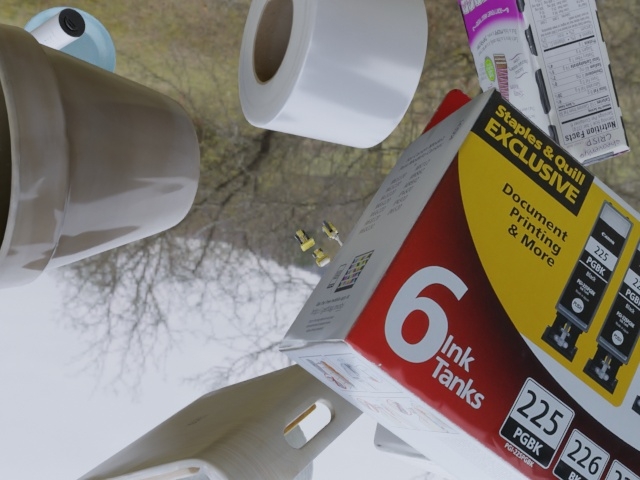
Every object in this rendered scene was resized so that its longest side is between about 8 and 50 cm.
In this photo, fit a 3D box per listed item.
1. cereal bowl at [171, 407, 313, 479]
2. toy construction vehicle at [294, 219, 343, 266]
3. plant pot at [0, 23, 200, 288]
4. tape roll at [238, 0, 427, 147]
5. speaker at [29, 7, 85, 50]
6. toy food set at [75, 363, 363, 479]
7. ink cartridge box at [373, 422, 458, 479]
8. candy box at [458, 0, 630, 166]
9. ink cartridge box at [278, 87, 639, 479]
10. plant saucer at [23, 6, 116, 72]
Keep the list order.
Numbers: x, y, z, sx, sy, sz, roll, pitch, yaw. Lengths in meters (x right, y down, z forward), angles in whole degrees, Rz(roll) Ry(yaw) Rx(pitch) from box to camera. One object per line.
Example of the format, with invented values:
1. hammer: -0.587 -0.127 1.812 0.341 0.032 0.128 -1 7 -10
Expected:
1. cereal bowl: -0.192 0.392 1.297 0.338 0.141 0.339 -15 -151 9
2. toy construction vehicle: 0.000 0.000 1.569 0.085 0.098 0.035 -31 155 -5
3. plant pot: -0.326 -0.104 0.951 0.323 0.324 0.280 6 -173 45
4. tape roll: 0.008 -0.260 1.001 0.169 0.246 0.246 7 179 -28
5. speaker: -0.492 -0.383 1.353 0.136 0.055 0.055 -9 169 44
6. toy food set: -0.107 0.225 0.751 0.306 0.093 0.219 -24 -178 37
7. ink cartridge box: 0.244 0.154 0.872 0.166 0.286 0.395 1 157 33
8. candy box: 0.199 -0.186 0.691 0.071 0.234 0.159 -17 -171 -3
9. ink cartridge box: 0.177 0.052 0.534 0.309 0.272 0.130 37 159 -11
10. plant saucer: -0.518 -0.378 1.499 0.194 0.195 0.037 6 -173 -9
